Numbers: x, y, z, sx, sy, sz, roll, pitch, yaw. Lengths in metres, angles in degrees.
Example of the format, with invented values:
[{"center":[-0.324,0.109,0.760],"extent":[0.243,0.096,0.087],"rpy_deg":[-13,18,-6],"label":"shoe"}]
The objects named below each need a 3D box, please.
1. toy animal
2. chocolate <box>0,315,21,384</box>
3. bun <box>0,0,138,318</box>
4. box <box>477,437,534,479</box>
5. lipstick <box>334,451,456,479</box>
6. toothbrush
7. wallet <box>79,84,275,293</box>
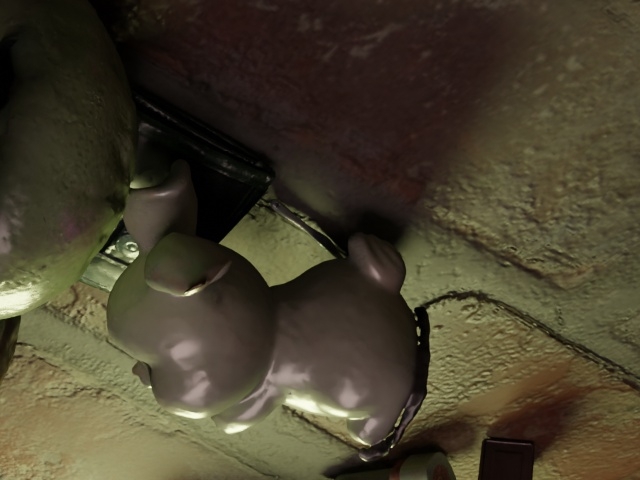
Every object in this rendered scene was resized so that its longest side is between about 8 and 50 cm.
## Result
[{"center":[-0.062,0.074,1.200],"extent":[0.310,0.182,0.247],"rpy_deg":[20,131,-20],"label":"toy animal"},{"center":[-0.410,0.065,1.301],"extent":[0.303,0.213,0.303],"rpy_deg":[7,105,26],"label":"chocolate"},{"center":[-0.233,-0.061,1.077],"extent":[0.179,0.283,0.283],"rpy_deg":[18,144,-34],"label":"bun"},{"center":[0.205,0.271,1.472],"extent":[0.060,0.084,0.063],"rpy_deg":[3,147,10],"label":"box"},{"center":[0.067,0.288,1.554],"extent":[0.186,0.057,0.063],"rpy_deg":[-14,105,37],"label":"lipstick"},{"center":[0.000,0.000,1.264],"extent":[0.131,0.011,0.013],"rpy_deg":[38,147,-27],"label":"toothbrush"},{"center":[-0.165,-0.029,1.241],"extent":[0.160,0.055,0.236],"rpy_deg":[27,136,-20],"label":"wallet"}]
